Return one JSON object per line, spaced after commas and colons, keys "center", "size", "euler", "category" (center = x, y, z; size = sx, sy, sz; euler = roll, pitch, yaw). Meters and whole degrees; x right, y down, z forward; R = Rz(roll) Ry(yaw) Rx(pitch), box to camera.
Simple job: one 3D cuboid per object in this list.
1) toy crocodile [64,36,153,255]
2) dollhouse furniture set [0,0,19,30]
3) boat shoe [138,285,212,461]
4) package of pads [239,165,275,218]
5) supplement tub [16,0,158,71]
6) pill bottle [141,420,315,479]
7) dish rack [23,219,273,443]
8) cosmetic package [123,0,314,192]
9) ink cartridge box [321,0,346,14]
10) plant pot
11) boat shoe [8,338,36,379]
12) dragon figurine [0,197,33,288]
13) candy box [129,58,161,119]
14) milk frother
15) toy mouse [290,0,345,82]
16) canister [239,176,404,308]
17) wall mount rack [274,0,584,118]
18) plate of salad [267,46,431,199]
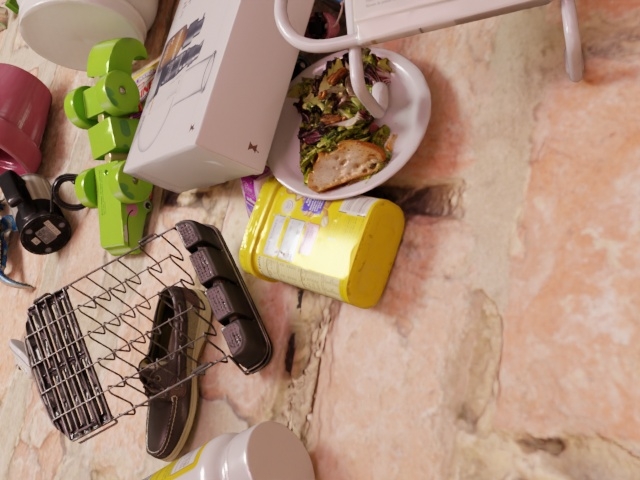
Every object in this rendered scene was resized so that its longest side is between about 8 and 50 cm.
{"center": [-0.308, -0.145, 1.127], "size": [0.115, 0.105, 0.340], "euler": [-12, 84, 39], "category": "toy crocodile"}
{"center": [-0.733, -0.533, 1.682], "size": [0.152, 0.076, 0.058], "euler": [-9, 56, 38], "category": "dollhouse furniture set"}
{"center": [-0.199, 0.166, 0.945], "size": [0.080, 0.073, 0.223], "euler": [-3, 72, 43], "category": "boat shoe"}
{"center": [-0.073, -0.054, 0.913], "size": [0.032, 0.083, 0.050], "euler": [-31, 42, -27], "category": "package of pads"}
{"center": [-0.382, -0.467, 1.230], "size": [0.228, 0.228, 0.316], "euler": [-17, 64, 37], "category": "supplement tub"}
{"center": [-0.114, 0.282, 0.797], "size": [0.208, 0.119, 0.119], "euler": [-35, 55, 28], "category": "pill bottle"}
{"center": [-0.218, 0.110, 0.890], "size": [0.271, 0.074, 0.208], "euler": [-29, 67, 3], "category": "dish rack"}
{"center": [-0.119, -0.260, 0.947], "size": [0.284, 0.097, 0.377], "euler": [-2, 69, 58], "category": "cosmetic package"}
{"center": [0.072, -0.365, 0.901], "size": [0.104, 0.061, 0.181], "euler": [38, 101, 41], "category": "ink cartridge box"}
{"center": [-0.600, -0.223, 1.377], "size": [0.201, 0.201, 0.180], "euler": [-7, 55, 40], "category": "plant pot"}
{"center": [-0.497, 0.199, 1.229], "size": [0.100, 0.035, 0.035], "euler": [30, 93, 37], "category": "boat shoe"}
{"center": [-0.607, -0.012, 1.366], "size": [0.289, 0.085, 0.144], "euler": [23, 91, 45], "category": "dragon figurine"}
{"center": [-0.263, -0.235, 1.179], "size": [0.206, 0.027, 0.105], "euler": [-21, 61, 35], "category": "candy box"}
{"center": [-0.467, -0.073, 1.270], "size": [0.143, 0.129, 0.135], "euler": [-24, 48, -18], "category": "milk frother"}
{"center": [-0.008, -0.233, 0.924], "size": [0.143, 0.031, 0.161], "euler": [39, 128, 35], "category": "toy mouse"}
{"center": [0.000, 0.000, 0.828], "size": [0.170, 0.073, 0.126], "euler": [15, 83, 42], "category": "canister"}
{"center": [0.132, -0.290, 0.735], "size": [0.350, 0.130, 0.304], "euler": [-7, 76, 20], "category": "wall mount rack"}
{"center": [0.023, -0.138, 0.814], "size": [0.200, 0.048, 0.200], "euler": [-11, 62, 21], "category": "plate of salad"}
